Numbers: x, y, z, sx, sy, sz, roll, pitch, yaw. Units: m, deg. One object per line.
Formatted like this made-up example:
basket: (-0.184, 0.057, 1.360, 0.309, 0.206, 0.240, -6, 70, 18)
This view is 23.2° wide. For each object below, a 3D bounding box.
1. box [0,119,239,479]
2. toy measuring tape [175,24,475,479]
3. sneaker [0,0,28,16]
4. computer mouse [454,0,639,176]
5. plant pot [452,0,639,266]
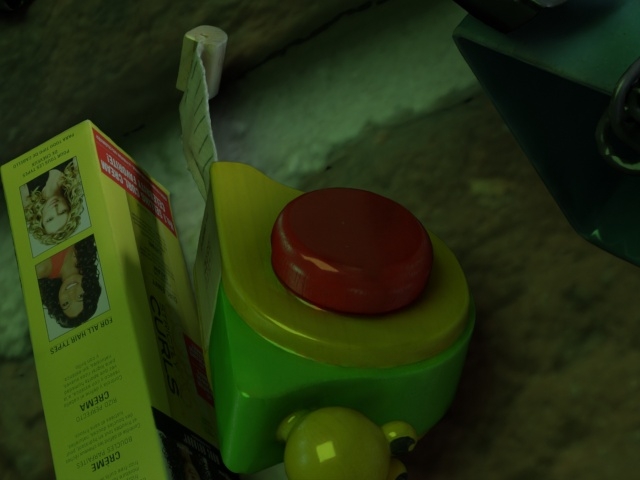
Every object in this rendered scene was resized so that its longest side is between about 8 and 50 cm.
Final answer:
box: (-0.092, 0.059, 0.743, 0.058, 0.087, 0.232, -28, 53, 13)
toy measuring tape: (0.000, 0.000, 0.724, 0.121, 0.121, 0.330, -31, 36, 13)
sneaker: (-0.217, -0.160, 0.954, 0.170, 0.051, 0.089, -47, 47, -3)
computer mouse: (0.094, -0.153, 0.560, 0.184, 0.060, 0.262, -43, 49, -4)
plant pot: (0.204, -0.103, 0.607, 0.165, 0.166, 0.234, 28, 78, 38)
